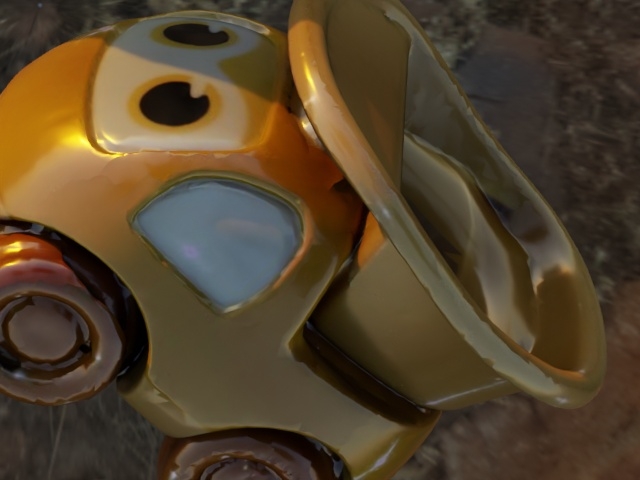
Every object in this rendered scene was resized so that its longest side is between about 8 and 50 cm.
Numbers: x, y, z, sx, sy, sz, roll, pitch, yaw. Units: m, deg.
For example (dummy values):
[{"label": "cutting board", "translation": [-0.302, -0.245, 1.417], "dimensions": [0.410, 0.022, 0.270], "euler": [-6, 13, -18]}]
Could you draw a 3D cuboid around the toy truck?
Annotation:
[{"label": "toy truck", "translation": [-0.022, 0.006, 0.830], "dimensions": [0.211, 0.204, 0.288], "euler": [-36, 113, 23]}]
